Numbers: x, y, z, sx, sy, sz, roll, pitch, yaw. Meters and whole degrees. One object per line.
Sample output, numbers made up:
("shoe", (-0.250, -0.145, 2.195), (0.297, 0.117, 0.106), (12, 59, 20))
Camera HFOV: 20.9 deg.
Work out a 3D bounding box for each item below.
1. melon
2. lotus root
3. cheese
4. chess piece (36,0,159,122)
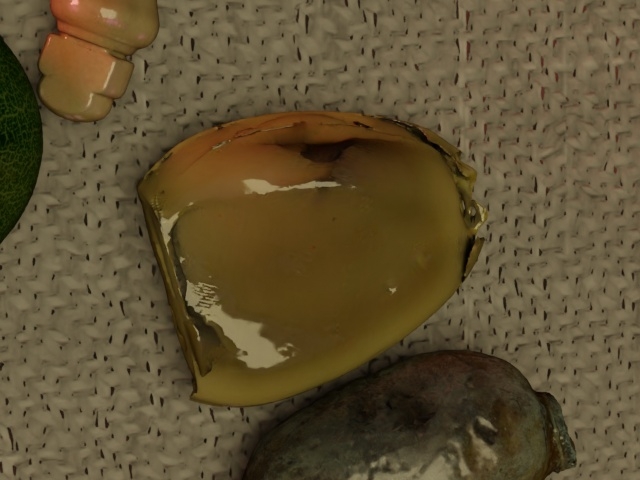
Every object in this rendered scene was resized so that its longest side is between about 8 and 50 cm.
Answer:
("melon", (-0.296, -0.110, 1.444), (0.129, 0.169, 0.265), (-29, 107, -12))
("lotus root", (0.061, 0.202, 1.597), (0.349, 0.175, 0.175), (-18, 103, -10))
("cheese", (0.000, 0.000, 1.579), (0.315, 0.128, 0.260), (-19, 111, -7))
("chess piece", (-0.151, -0.291, 1.495), (0.117, 0.117, 0.397), (18, 95, -19))
